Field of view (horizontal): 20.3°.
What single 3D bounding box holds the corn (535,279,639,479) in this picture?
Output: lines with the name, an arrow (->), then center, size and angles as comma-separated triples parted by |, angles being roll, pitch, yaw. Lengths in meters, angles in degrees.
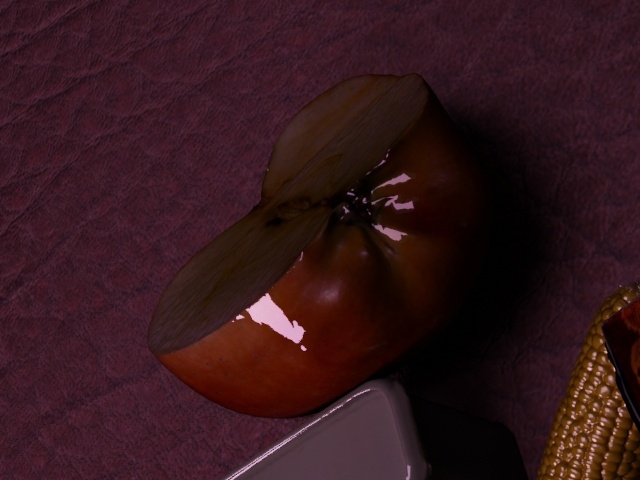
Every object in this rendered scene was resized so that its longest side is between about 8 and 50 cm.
corn -> 0.241, 0.160, 1.509 | 0.091, 0.091, 0.260 | 26, 98, 57

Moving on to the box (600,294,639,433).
box -> 0.429, 0.021, 1.224 | 0.415, 0.264, 0.116 | -40, 52, 32

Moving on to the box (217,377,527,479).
box -> 0.042, 0.246, 1.625 | 0.274, 0.178, 0.138 | -36, 53, 34

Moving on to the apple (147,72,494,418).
apple -> 0.000, 0.000, 1.663 | 0.365, 0.295, 0.328 | 176, 93, -68
